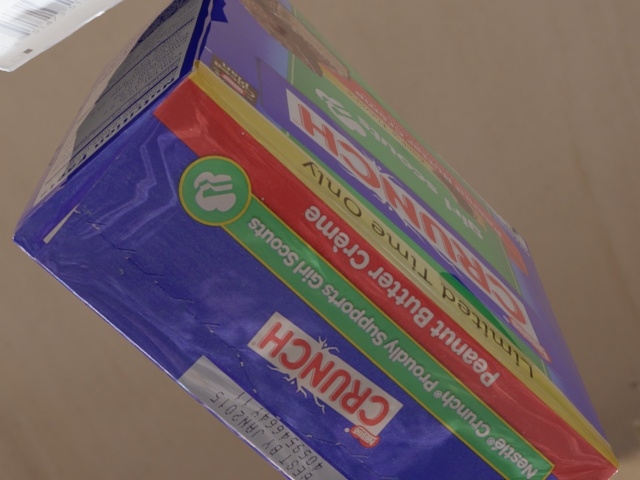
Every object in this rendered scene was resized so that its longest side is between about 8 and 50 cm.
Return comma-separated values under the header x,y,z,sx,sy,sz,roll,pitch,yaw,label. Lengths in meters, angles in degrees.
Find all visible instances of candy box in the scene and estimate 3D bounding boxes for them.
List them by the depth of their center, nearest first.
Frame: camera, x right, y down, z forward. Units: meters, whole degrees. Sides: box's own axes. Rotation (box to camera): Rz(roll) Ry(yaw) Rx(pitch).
x,y,z,sx,sy,sz,roll,pitch,yaw,label
0.000,0.000,0.852,0.122,0.268,0.317,-43,-166,14,candy box

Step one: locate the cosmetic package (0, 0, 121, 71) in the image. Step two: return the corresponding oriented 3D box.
x,y,z,sx,sy,sz,roll,pitch,yaw,label
-0.237,-0.279,1.071,0.153,0.129,0.296,-32,-104,16,cosmetic package
